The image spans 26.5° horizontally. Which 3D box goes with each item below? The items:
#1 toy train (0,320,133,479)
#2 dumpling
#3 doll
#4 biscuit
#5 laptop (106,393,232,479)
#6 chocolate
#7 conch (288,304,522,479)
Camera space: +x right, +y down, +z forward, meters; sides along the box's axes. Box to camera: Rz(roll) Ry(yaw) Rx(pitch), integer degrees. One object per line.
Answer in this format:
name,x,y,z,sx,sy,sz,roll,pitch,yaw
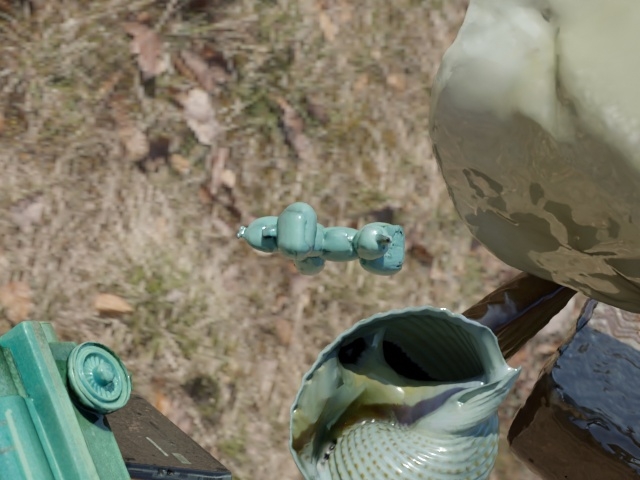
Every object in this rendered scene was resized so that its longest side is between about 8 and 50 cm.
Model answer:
toy train,-0.230,0.209,1.149,0.194,0.120,0.298,2,59,-57
dumpling,0.187,-0.021,0.724,0.187,0.242,0.318,-79,149,-49
doll,0.000,0.000,1.381,0.158,0.159,0.059,42,51,-76
biscuit,0.090,0.082,0.888,0.228,0.031,0.176,-40,163,7
laptop,-0.202,0.199,1.411,0.154,0.207,0.026,17,97,-40
chocolate,0.228,0.109,0.956,0.214,0.148,0.093,-40,166,-50
conch,0.028,0.059,0.464,0.076,0.056,0.085,38,97,-7
